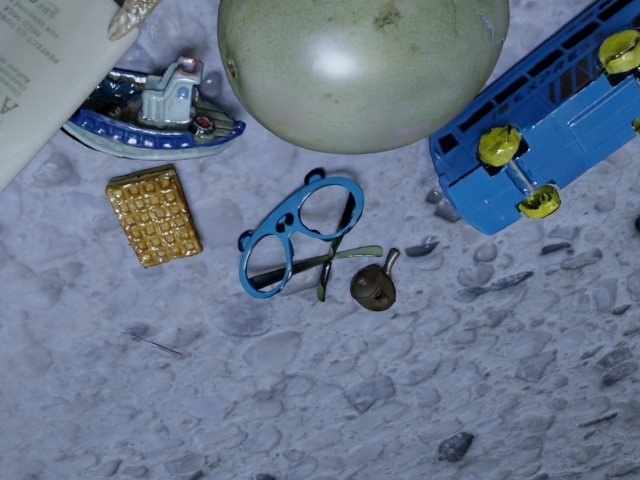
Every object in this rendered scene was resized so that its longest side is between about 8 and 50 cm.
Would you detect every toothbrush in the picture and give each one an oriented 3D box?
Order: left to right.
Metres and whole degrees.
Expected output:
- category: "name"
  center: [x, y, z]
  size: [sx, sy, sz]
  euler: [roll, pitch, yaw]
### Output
- category: "toothbrush"
  center: [-0.280, 0.183, 1.068]
  size: [0.097, 0.008, 0.006]
  euler: [29, 128, -30]

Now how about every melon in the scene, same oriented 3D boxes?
- category: "melon"
  center: [0.054, -0.232, 0.692]
  size: [0.330, 0.268, 0.268]
  euler: [-22, 129, -18]

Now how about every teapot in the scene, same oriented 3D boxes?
- category: "teapot"
  center: [0.107, 0.069, 1.042]
  size: [0.110, 0.085, 0.080]
  euler: [-51, 127, -2]

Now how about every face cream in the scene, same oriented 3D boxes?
- category: "face cream"
  center: [-0.369, -0.153, 0.662]
  size: [0.173, 0.081, 0.348]
  euler: [40, 83, -8]

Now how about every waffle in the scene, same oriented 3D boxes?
- category: "waffle"
  center: [-0.237, -0.033, 0.900]
  size: [0.102, 0.042, 0.148]
  euler: [-14, 127, -2]

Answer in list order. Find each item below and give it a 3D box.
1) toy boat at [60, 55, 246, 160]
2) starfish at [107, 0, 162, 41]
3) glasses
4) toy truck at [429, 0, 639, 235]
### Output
- category: "toy boat"
  center: [-0.220, -0.172, 0.755]
  size: [0.262, 0.114, 0.115]
  euler: [4, 136, -7]
- category: "starfish"
  center: [-0.142, -0.375, 0.584]
  size: [0.327, 0.094, 0.375]
  euler: [8, 114, 2]
- category: "glasses"
  center: [0.008, 0.022, 0.963]
  size: [0.207, 0.102, 0.239]
  euler: [35, 110, -31]
- category: "toy truck"
  center: [0.335, -0.175, 0.864]
  size: [0.385, 0.162, 0.161]
  euler: [-39, 125, 16]
